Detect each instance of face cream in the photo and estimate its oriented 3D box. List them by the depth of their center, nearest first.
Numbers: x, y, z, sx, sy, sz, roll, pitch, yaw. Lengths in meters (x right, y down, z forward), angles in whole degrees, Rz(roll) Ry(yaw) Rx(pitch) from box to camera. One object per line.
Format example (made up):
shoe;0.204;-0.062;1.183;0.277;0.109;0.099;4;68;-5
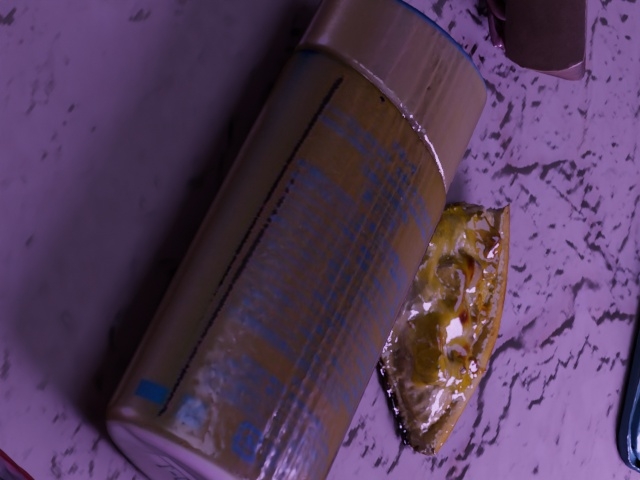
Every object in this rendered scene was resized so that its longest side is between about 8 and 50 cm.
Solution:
face cream;0.000;0.000;0.725;0.139;0.067;0.285;51;56;-42

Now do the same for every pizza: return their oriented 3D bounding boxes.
pizza;0.074;0.042;0.849;0.099;0.035;0.160;37;64;-47

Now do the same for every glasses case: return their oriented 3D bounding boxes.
glasses case;0.129;-0.193;0.889;0.102;0.070;0.194;5;87;-80

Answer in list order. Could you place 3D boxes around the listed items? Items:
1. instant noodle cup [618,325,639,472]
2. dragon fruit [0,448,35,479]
instant noodle cup;0.305;0.118;1.126;0.179;0.070;0.157;30;72;-50
dragon fruit;-0.146;0.184;0.417;0.189;0.290;0.290;-40;132;1
